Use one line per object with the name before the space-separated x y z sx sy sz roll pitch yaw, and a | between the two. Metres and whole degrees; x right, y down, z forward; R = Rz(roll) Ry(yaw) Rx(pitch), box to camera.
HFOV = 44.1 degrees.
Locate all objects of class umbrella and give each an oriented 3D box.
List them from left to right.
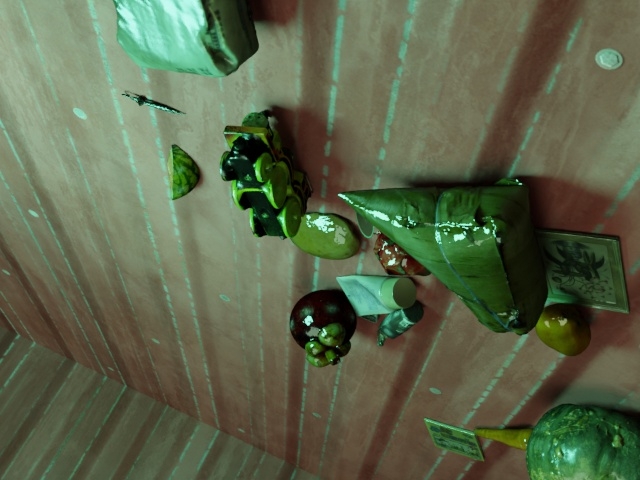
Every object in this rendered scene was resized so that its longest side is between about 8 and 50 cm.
umbrella | -0.348 -0.280 1.629 0.148 0.022 0.022 19 -167 15

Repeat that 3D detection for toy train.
toy train | -0.104 -0.124 1.532 0.100 0.161 0.296 6 148 19

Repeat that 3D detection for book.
book | 0.415 0.616 2.441 0.167 0.013 0.192 11 147 30

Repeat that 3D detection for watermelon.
watermelon | -0.310 -0.143 1.799 0.068 0.087 0.163 -6 159 -16

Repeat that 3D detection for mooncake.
mooncake | -0.218 -0.379 1.233 0.254 0.136 0.250 20 149 25

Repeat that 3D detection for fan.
fan | 0.098 -0.047 1.568 0.133 0.005 0.085 170 87 -70

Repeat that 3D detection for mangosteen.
mangosteen | 0.009 0.221 1.959 0.199 0.200 0.200 21 151 12

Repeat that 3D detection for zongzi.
zongzi | 0.227 0.028 1.465 0.360 0.160 0.323 5 136 31

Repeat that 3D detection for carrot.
carrot | 0.520 0.550 2.199 0.061 0.061 0.256 40 153 -21

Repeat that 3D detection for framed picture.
framed picture | 0.479 0.057 1.470 0.172 0.010 0.231 7 145 33

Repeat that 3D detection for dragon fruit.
dragon fruit | 0.172 0.015 1.571 0.142 0.130 0.121 28 116 -7

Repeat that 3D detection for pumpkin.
pumpkin | 0.644 0.515 1.821 0.327 0.258 0.291 16 163 8

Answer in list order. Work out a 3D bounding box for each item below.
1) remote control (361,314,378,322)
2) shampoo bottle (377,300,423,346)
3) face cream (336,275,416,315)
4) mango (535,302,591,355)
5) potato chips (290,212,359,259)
remote control | 0.120 0.165 1.951 0.053 0.018 0.124 21 151 15
shampoo bottle | 0.184 0.203 1.911 0.057 0.063 0.208 39 152 2
face cream | 0.126 0.124 1.839 0.224 0.070 0.114 -10 112 58
mango | 0.480 0.167 1.570 0.105 0.084 0.159 7 146 32
potato chips | 0.000 0.000 1.757 0.201 0.049 0.150 7 140 44
